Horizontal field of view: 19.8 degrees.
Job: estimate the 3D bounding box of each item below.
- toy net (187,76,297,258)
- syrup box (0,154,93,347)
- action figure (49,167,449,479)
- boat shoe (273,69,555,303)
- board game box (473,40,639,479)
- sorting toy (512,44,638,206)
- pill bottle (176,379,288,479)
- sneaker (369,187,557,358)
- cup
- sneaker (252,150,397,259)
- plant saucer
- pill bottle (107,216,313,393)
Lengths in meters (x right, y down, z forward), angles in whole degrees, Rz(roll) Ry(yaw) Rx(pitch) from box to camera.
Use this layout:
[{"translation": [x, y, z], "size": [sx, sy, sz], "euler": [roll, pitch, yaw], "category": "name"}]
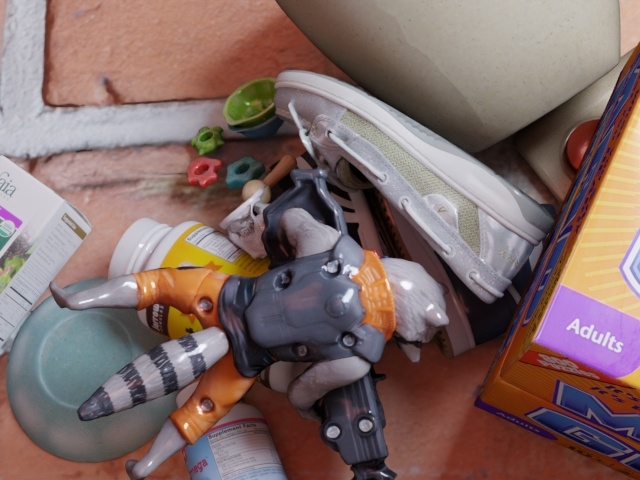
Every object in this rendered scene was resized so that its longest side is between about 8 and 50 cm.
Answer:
[{"translation": [-0.082, -0.067, 1.809], "size": [0.122, 0.045, 0.232], "euler": [-19, 39, 11], "category": "toy net"}, {"translation": [-0.348, 0.041, 1.861], "size": [0.093, 0.096, 0.237], "euler": [34, 82, 21], "category": "syrup box"}, {"translation": [-0.035, 0.120, 1.617], "size": [0.330, 0.178, 0.341], "euler": [-20, 89, 4], "category": "action figure"}, {"translation": [0.066, -0.060, 1.675], "size": [0.320, 0.118, 0.103], "euler": [34, 93, 30], "category": "boat shoe"}, {"translation": [0.376, 0.030, 1.520], "size": [0.356, 0.356, 0.357], "euler": [24, 78, 3], "category": "board game box"}, {"translation": [0.370, -0.109, 1.782], "size": [0.307, 0.041, 0.229], "euler": [-36, 68, -1], "category": "sorting toy"}, {"translation": [-0.083, 0.213, 1.746], "size": [0.087, 0.087, 0.160], "euler": [-23, 67, 4], "category": "pill bottle"}, {"translation": [0.139, -0.033, 1.779], "size": [0.153, 0.099, 0.282], "euler": [-21, 64, -1], "category": "sneaker"}, {"translation": [0.153, -0.225, 1.753], "size": [0.331, 0.331, 0.237], "euler": [-32, 93, 0], "category": "cup"}, {"translation": [0.000, 0.000, 1.793], "size": [0.121, 0.079, 0.217], "euler": [-26, 43, 7], "category": "sneaker"}, {"translation": [-0.230, 0.124, 1.838], "size": [0.195, 0.037, 0.195], "euler": [-4, 71, 12], "category": "plant saucer"}, {"translation": [-0.097, 0.056, 1.788], "size": [0.215, 0.117, 0.117], "euler": [24, 78, 19], "category": "pill bottle"}]
